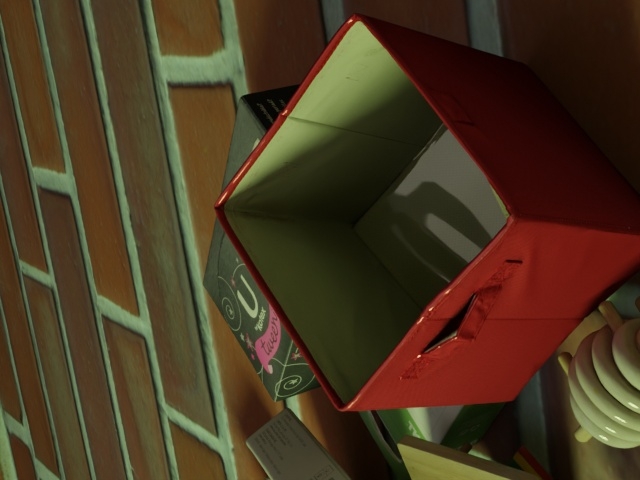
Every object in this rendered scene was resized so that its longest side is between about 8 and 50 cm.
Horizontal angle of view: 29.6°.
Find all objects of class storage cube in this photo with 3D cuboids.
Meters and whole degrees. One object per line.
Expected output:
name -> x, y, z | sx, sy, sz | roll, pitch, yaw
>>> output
storage cube -> 0.081, -0.015, 0.827 | 0.183, 0.193, 0.215 | -52, 54, 27

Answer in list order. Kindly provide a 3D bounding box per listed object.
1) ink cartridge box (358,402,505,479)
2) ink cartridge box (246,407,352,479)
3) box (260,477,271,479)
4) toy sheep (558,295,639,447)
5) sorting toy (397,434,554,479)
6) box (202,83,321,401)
ink cartridge box -> 0.102, 0.120, 1.054 | 0.109, 0.062, 0.209 | 57, 148, 28
ink cartridge box -> 0.052, 0.314, 1.172 | 0.261, 0.066, 0.296 | 55, 173, -16
box -> -0.036, 0.387, 1.400 | 0.203, 0.103, 0.114 | 60, 149, 26
toy sheep -> 0.209, 0.095, 0.823 | 0.091, 0.091, 0.132 | 57, 144, 30
sorting toy -> 0.151, 0.212, 0.978 | 0.274, 0.046, 0.132 | 11, 136, 43
box -> 0.000, 0.000, 1.095 | 0.163, 0.142, 0.247 | 55, 147, 33
